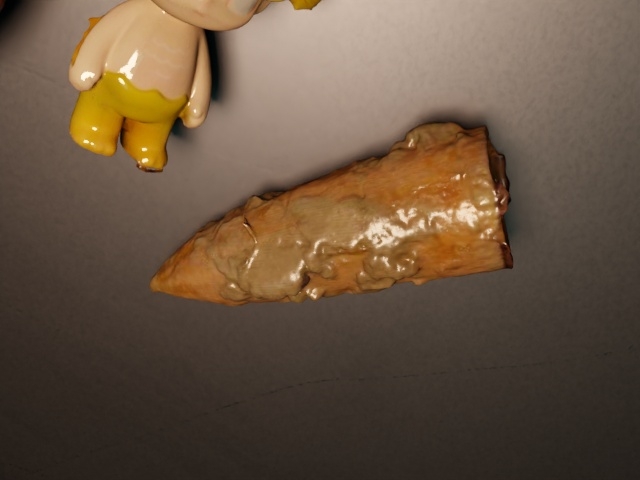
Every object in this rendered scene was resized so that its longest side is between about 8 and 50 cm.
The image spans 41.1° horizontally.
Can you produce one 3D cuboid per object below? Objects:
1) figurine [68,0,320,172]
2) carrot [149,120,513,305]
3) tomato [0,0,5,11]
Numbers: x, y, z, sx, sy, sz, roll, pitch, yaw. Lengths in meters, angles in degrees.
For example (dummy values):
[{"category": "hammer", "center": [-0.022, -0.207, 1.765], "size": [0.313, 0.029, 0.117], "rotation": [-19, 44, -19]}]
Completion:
[{"category": "figurine", "center": [-0.069, -0.156, 0.489], "size": [0.156, 0.131, 0.246], "rotation": [17, 117, -39]}, {"category": "carrot", "center": [0.000, 0.000, 0.569], "size": [0.263, 0.102, 0.102], "rotation": [-14, 110, 18]}, {"category": "tomato", "center": [-0.255, -0.175, 0.522], "size": [0.174, 0.082, 0.166], "rotation": [-3, 108, 12]}]
